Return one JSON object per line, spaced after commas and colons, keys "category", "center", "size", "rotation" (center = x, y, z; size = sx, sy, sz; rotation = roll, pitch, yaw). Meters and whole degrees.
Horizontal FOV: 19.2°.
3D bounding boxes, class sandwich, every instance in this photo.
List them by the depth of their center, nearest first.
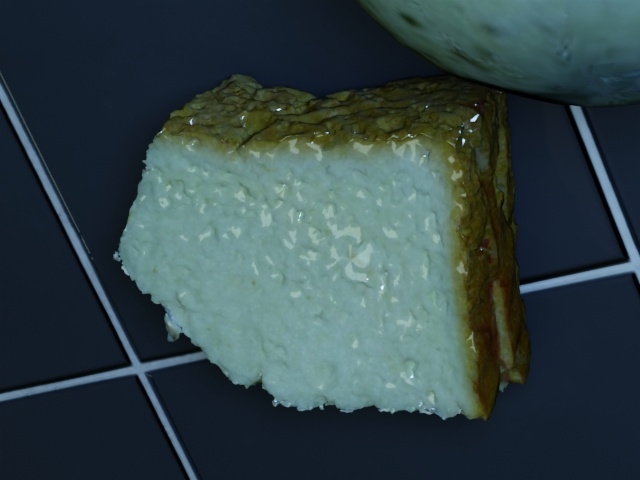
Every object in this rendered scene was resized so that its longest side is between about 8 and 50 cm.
{"category": "sandwich", "center": [0.000, 0.000, 1.525], "size": [0.325, 0.131, 0.262], "rotation": [1, 119, 22]}

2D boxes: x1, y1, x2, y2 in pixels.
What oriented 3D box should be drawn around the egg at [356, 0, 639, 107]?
{"category": "egg", "center": [0.194, -0.254, 1.153], "size": [0.428, 0.345, 0.345], "rotation": [-2, 116, 27]}
